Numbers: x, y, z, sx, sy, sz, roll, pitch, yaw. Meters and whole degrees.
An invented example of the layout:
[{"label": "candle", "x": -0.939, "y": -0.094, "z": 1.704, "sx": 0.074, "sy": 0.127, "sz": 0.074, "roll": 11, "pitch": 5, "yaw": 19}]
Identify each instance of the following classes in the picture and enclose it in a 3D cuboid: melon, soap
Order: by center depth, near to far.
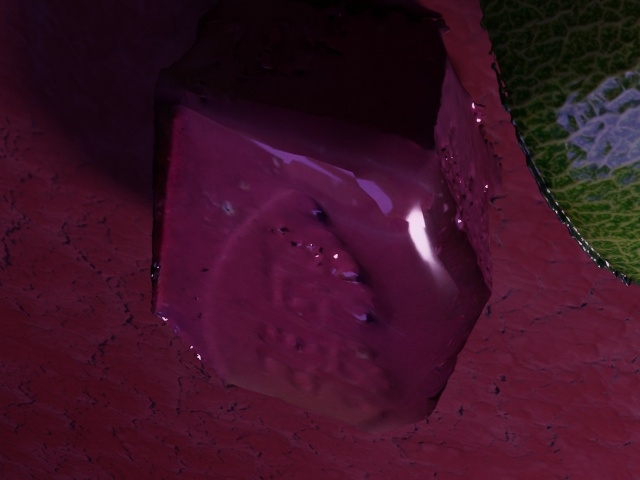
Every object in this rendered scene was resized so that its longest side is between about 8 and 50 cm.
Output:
[{"label": "melon", "x": 0.194, "y": -0.070, "z": 0.490, "sx": 0.169, "sy": 0.129, "sz": 0.265, "roll": -17, "pitch": 133, "yaw": 36}, {"label": "soap", "x": 0.000, "y": 0.000, "z": 0.677, "sx": 0.220, "sy": 0.127, "sz": 0.325, "roll": 18, "pitch": 147, "yaw": 3}]
